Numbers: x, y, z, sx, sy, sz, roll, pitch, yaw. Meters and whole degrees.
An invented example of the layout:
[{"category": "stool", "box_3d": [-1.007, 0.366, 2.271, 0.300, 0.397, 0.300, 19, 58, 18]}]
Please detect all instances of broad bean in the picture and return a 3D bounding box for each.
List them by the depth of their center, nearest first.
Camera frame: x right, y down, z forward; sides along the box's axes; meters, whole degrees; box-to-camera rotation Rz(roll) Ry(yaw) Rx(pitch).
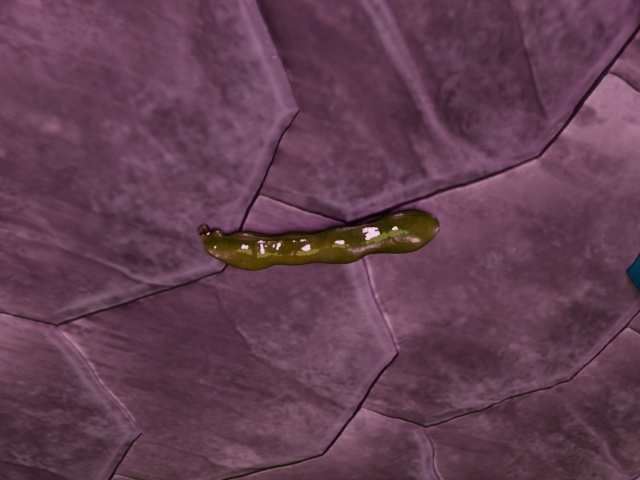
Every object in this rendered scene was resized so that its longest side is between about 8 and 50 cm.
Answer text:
[{"category": "broad bean", "box_3d": [0.001, 0.001, 0.734, 0.256, 0.052, 0.052, -4, 85, -1]}]

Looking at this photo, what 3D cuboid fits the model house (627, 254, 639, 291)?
[{"category": "model house", "box_3d": [0.430, 0.044, 0.784, 0.127, 0.100, 0.149, -34, 121, 17]}]
